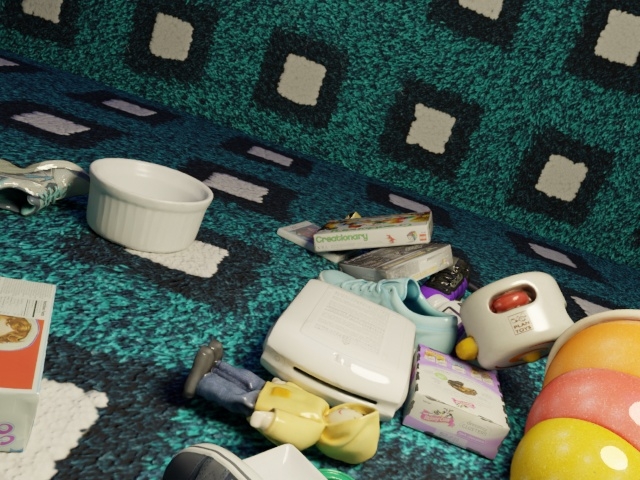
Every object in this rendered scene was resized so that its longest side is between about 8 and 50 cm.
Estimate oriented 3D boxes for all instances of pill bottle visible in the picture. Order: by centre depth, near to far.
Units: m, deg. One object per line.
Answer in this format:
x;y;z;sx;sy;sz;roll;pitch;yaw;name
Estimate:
0.309;0.201;1.305;0.108;0.108;0.193;6;22;-35;pill bottle

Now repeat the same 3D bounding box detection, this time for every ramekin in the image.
-0.402;-0.081;1.360;0.277;0.135;0.277;18;17;-6;ramekin

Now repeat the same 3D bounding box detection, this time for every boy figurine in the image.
-0.052;0.238;0.841;0.285;0.092;0.177;20;3;10;boy figurine

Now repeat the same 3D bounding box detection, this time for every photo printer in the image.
0.041;0.191;1.050;0.256;0.107;0.307;23;16;6;photo printer

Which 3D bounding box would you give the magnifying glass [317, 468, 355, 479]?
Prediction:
0.036;0.361;0.696;0.092;0.026;0.231;13;17;-20;magnifying glass

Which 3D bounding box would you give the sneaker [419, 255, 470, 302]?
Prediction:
0.314;0.109;1.516;0.102;0.146;0.293;28;19;23;sneaker

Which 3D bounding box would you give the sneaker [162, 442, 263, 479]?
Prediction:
-0.085;0.315;0.536;0.128;0.126;0.321;5;23;-46;sneaker

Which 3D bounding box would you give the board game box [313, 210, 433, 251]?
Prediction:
0.151;-0.026;1.620;0.306;0.053;0.193;-5;13;14;board game box

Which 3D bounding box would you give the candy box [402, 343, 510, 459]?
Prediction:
0.238;0.282;1.056;0.165;0.070;0.196;21;17;5;candy box

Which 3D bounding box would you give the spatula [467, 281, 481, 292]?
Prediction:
0.535;0.181;1.722;0.297;0.030;0.084;27;21;21;spatula

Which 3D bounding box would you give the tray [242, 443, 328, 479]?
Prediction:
-0.005;0.335;0.644;0.145;0.030;0.270;-1;25;-46;tray

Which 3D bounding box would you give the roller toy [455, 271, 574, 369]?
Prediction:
0.373;0.161;1.112;0.210;0.191;0.146;1;59;-29;roller toy

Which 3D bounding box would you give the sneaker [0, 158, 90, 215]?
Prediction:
-0.629;-0.103;1.292;0.283;0.110;0.122;-7;49;-49;sneaker

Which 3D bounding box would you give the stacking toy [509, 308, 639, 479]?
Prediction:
0.375;0.327;0.813;0.480;0.350;0.351;-20;39;-37;stacking toy

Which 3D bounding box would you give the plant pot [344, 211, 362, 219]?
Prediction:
0.106;-0.030;1.806;0.083;0.081;0.081;40;-7;-9;plant pot

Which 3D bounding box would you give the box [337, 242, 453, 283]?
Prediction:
0.188;0.060;1.475;0.231;0.056;0.183;-19;16;-35;box

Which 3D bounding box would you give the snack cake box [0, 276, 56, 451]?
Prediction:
-0.433;0.142;0.748;0.152;0.089;0.264;13;19;-24;snack cake box

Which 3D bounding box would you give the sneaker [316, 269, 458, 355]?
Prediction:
0.148;0.128;1.286;0.366;0.150;0.135;30;20;31;sneaker

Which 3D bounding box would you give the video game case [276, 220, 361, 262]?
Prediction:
0.000;0.000;1.718;0.201;0.023;0.183;26;19;19;video game case
